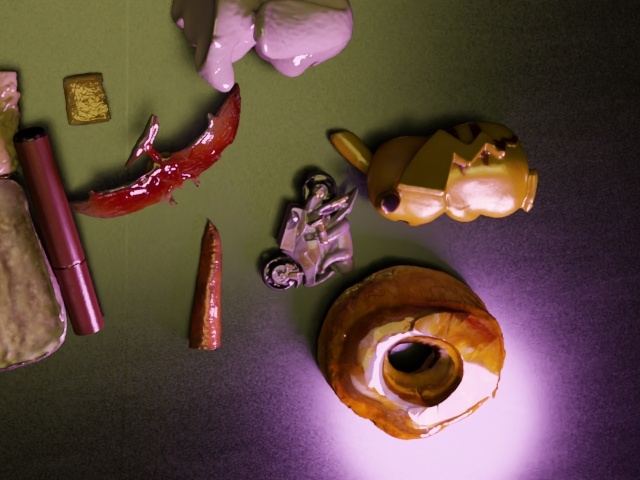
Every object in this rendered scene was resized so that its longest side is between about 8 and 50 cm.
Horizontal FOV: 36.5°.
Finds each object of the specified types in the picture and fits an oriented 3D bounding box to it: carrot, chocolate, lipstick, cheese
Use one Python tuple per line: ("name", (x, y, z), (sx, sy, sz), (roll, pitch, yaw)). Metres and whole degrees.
("carrot", (-0.192, 0.077, 1.682), (0.057, 0.057, 0.224), (4, 97, -13))
("chocolate", (-0.524, 0.054, 1.573), (0.185, 0.100, 0.303), (-16, 101, -2))
("lipstick", (-0.422, -0.010, 1.577), (0.057, 0.057, 0.356), (-15, 115, -8))
("cheese", (-0.533, -0.185, 1.518), (0.123, 0.094, 0.167), (0, 103, -10))

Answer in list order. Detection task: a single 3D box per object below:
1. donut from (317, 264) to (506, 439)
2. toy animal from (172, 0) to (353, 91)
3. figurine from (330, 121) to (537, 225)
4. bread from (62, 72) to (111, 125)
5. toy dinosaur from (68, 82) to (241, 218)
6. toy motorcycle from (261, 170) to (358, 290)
("donut", (0.165, 0.210, 1.728), (0.330, 0.160, 0.330), (-3, 111, -7))
("toy animal", (-0.071, -0.352, 1.515), (0.265, 0.271, 0.206), (3, 128, -26))
("figurine", (0.201, -0.108, 1.643), (0.327, 0.218, 0.169), (-12, 129, -5))
("bread", (-0.380, -0.228, 1.572), (0.070, 0.035, 0.083), (-12, 99, -9))
("toy dinosaur", (-0.273, -0.131, 1.583), (0.327, 0.113, 0.207), (-47, 147, 22))
("toy motorcycle", (0.000, 0.000, 1.687), (0.152, 0.073, 0.225), (22, 99, -18))
